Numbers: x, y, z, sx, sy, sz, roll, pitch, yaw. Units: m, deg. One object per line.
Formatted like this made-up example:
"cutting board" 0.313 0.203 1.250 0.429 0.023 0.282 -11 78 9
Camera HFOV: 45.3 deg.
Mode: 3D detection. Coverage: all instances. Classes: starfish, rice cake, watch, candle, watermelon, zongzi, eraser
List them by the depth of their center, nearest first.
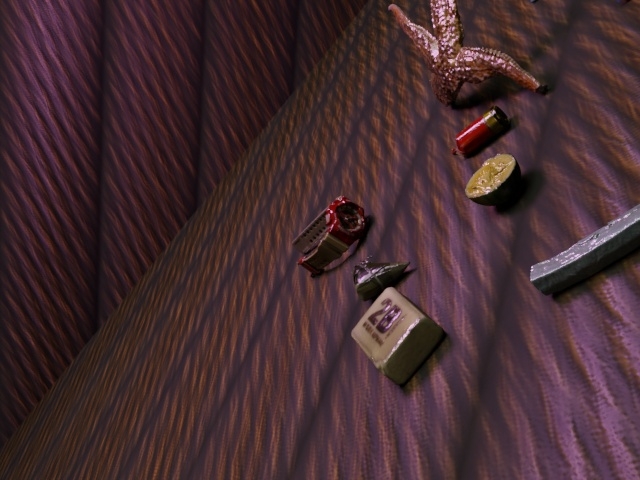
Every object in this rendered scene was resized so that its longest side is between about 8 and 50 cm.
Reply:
"rice cake" 0.387 -0.002 1.011 0.245 0.045 0.042 -38 20 31
"eraser" 0.124 0.155 1.280 0.117 0.058 0.172 -50 20 2
"watermelon" 0.306 -0.097 1.336 0.105 0.062 0.105 -35 24 18
"zongzi" 0.117 0.056 1.492 0.119 0.055 0.109 -34 21 10
"candle" 0.315 -0.213 1.545 0.131 0.052 0.052 -40 22 31
"starfish" 0.301 -0.424 1.679 0.132 0.383 0.398 -20 -6 -9
"watch" 0.002 0.000 1.801 0.268 0.102 0.164 -43 21 42

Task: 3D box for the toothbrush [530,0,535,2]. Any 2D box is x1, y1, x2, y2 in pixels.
"toothbrush" 0.563 -0.617 1.800 0.167 0.011 0.014 -38 17 31
